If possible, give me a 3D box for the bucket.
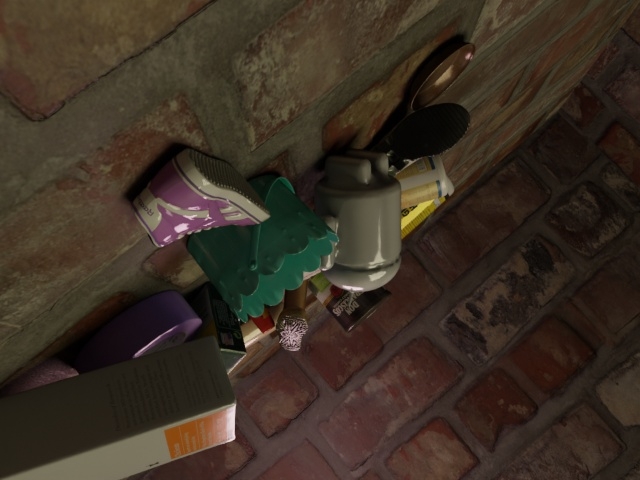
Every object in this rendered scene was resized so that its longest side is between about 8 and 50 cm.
[{"bbox_3d":[-0.118,0.011,1.279,0.281,0.183,0.281,-40,169,-10],"label":"bucket"}]

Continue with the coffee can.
[{"bbox_3d":[0.075,0.145,2.134,0.202,0.275,0.201,-39,168,-10],"label":"coffee can"}]

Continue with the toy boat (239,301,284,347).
[{"bbox_3d":[-0.217,0.230,1.909,0.268,0.148,0.318,-30,172,-24],"label":"toy boat"}]

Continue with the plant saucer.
[{"bbox_3d":[0.270,-0.382,1.447,0.199,0.036,0.198,-39,168,-10],"label":"plant saucer"}]

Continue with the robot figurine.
[{"bbox_3d":[0.089,-0.031,1.477,0.300,0.200,0.353,-22,117,-44],"label":"robot figurine"}]

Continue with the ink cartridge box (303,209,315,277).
[{"bbox_3d":[0.000,0.000,1.803,0.237,0.100,0.172,-49,166,30],"label":"ink cartridge box"}]

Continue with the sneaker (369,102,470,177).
[{"bbox_3d":[0.233,-0.256,1.565,0.331,0.122,0.146,-26,-166,40],"label":"sneaker"}]

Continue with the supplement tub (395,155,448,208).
[{"bbox_3d":[0.236,-0.164,1.740,0.200,0.144,0.144,-17,169,4],"label":"supplement tub"}]

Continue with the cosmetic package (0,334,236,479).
[{"bbox_3d":[-0.407,0.366,1.264,0.454,0.161,0.230,-15,149,-17],"label":"cosmetic package"}]

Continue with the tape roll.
[{"bbox_3d":[-0.401,0.232,1.408,0.275,0.090,0.275,-39,167,-11],"label":"tape roll"}]

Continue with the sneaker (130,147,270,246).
[{"bbox_3d":[-0.200,-0.052,1.030,0.161,0.102,0.282,-40,158,11],"label":"sneaker"}]

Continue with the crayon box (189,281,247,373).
[{"bbox_3d":[-0.315,0.281,1.577,0.081,0.202,0.318,18,128,-37],"label":"crayon box"}]

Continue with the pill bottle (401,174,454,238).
[{"bbox_3d":[0.222,-0.107,1.910,0.334,0.188,0.188,-43,168,4],"label":"pill bottle"}]

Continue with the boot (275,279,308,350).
[{"bbox_3d":[-0.077,0.160,1.875,0.236,0.089,0.269,108,-10,-56],"label":"boot"}]
